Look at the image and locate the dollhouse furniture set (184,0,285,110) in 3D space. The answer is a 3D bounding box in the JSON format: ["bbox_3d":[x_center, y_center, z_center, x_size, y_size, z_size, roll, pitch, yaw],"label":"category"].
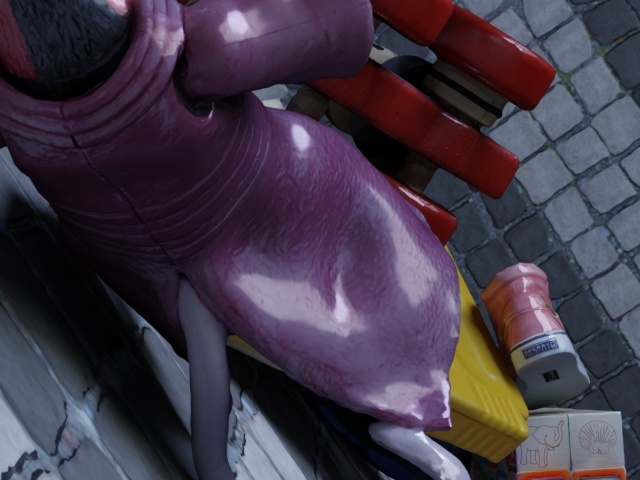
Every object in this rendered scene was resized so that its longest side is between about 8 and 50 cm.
[{"bbox_3d":[-0.062,-0.071,1.004,0.144,0.123,0.151,-9,62,-43],"label":"dollhouse furniture set"}]

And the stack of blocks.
[{"bbox_3d":[0.182,0.229,1.403,0.297,0.087,0.171,123,-37,-83],"label":"stack of blocks"}]

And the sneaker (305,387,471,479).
[{"bbox_3d":[0.038,0.152,1.418,0.082,0.069,0.209,-1,-35,49],"label":"sneaker"}]

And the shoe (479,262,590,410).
[{"bbox_3d":[0.170,0.077,1.322,0.178,0.063,0.081,61,12,-68],"label":"shoe"}]

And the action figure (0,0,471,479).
[{"bbox_3d":[-0.084,-0.031,0.728,0.370,0.248,0.276,52,32,-61],"label":"action figure"}]

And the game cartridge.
[{"bbox_3d":[0.004,0.007,1.224,0.323,0.053,0.285,26,28,-38],"label":"game cartridge"}]

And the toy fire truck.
[{"bbox_3d":[0.007,-0.132,1.234,0.302,0.169,0.254,26,10,-45],"label":"toy fire truck"}]
